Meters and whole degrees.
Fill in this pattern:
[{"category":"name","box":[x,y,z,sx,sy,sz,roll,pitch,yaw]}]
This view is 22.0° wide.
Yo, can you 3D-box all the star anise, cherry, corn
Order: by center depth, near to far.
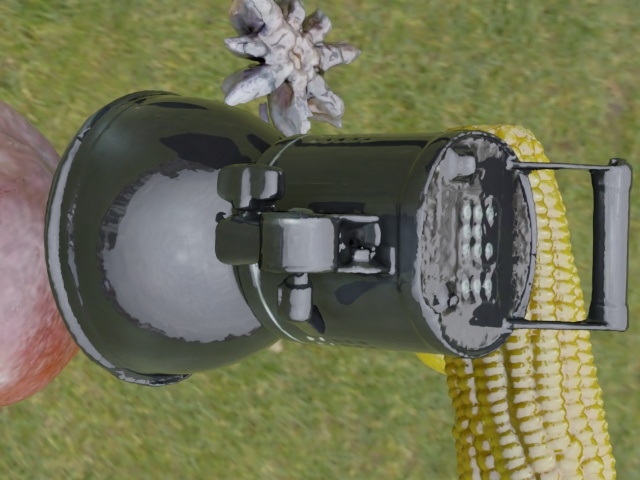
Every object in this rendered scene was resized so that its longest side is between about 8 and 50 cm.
[{"category":"corn","box":[0.101,0.054,0.827,0.080,0.080,0.231,-3,83,-26]},{"category":"cherry","box":[-0.272,0.019,1.198,0.206,0.239,0.239,-8,106,-12]},{"category":"star anise","box":[-0.047,-0.220,2.027,0.229,0.093,0.236,-46,122,-35]}]

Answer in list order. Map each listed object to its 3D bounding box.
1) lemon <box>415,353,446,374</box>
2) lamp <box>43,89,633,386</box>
[{"category":"lemon","box":[0.100,0.058,1.076,0.092,0.065,0.065,-5,105,-8]},{"category":"lamp","box":[0.000,0.000,0.739,0.172,0.227,0.147,4,88,-50]}]
